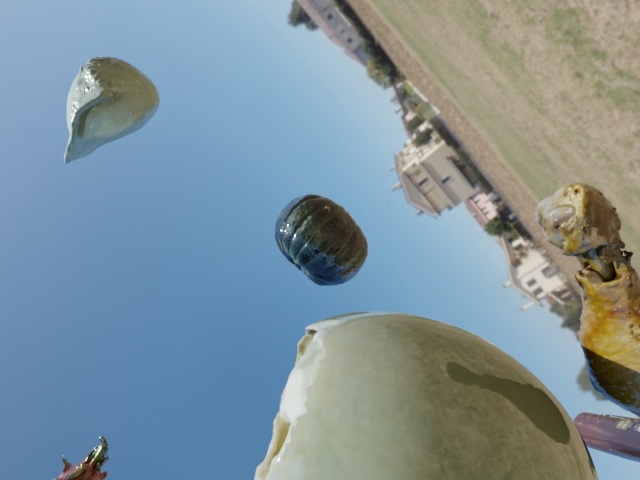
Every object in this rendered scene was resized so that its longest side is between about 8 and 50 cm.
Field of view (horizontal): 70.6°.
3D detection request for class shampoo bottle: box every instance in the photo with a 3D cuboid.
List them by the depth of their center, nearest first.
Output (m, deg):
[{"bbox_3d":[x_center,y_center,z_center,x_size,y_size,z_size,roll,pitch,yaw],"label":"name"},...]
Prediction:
[{"bbox_3d":[0.506,0.320,0.717,0.067,0.068,0.236,30,162,-2],"label":"shampoo bottle"}]

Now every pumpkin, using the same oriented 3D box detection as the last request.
[{"bbox_3d":[0.000,0.000,1.009,0.220,0.162,0.220,44,166,14],"label":"pumpkin"}]

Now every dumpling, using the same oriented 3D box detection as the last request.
[{"bbox_3d":[-0.307,-0.192,0.633,0.219,0.152,0.108,-96,-19,-71],"label":"dumpling"}]

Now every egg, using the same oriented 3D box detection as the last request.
[{"bbox_3d":[0.105,0.222,0.437,0.335,0.279,0.278,24,-156,-5],"label":"egg"}]

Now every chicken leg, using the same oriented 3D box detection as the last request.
[{"bbox_3d":[0.262,0.060,0.395,0.252,0.107,0.087,53,-147,-16],"label":"chicken leg"}]

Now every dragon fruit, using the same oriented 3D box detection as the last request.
[{"bbox_3d":[-0.650,0.648,1.219,0.137,0.135,0.236,15,-104,-14],"label":"dragon fruit"}]
